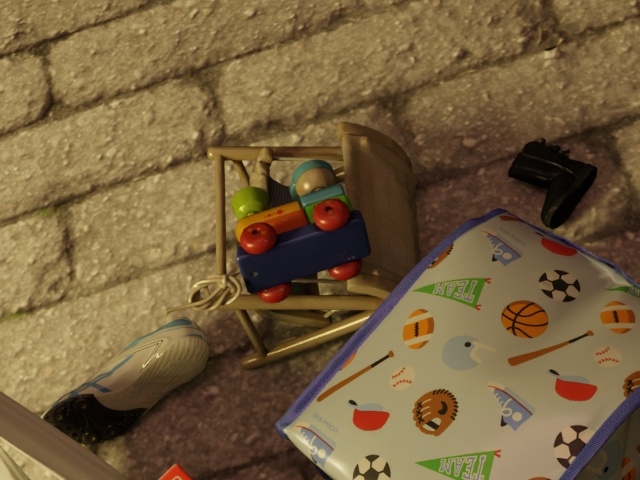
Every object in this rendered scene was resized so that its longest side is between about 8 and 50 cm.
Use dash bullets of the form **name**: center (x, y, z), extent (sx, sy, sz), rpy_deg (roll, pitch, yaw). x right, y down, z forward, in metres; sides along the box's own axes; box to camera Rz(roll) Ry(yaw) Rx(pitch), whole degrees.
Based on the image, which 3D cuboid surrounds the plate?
- **plate**: center (-0.306, 0.232, 1.615), extent (0.277, 0.278, 0.045), rpy_deg (35, 78, -2)

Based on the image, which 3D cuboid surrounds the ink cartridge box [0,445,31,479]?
- **ink cartridge box**: center (-0.430, 0.433, 1.574), extent (0.385, 0.279, 0.160), rpy_deg (-36, 52, -10)

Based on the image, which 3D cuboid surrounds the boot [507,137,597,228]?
- **boot**: center (0.288, -0.075, 1.854), extent (0.099, 0.045, 0.121), rpy_deg (26, 60, 28)

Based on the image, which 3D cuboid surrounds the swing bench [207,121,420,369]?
- **swing bench**: center (0.000, 0.000, 1.815), extent (0.255, 0.165, 0.253), rpy_deg (-11, 54, 9)

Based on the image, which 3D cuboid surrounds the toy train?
- **toy train**: center (-0.078, -0.006, 1.682), extent (0.248, 0.105, 0.143), rpy_deg (-18, 44, -2)

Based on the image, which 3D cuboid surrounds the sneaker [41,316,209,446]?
- **sneaker**: center (-0.247, 0.181, 1.825), extent (0.237, 0.085, 0.086), rpy_deg (-31, 27, -2)

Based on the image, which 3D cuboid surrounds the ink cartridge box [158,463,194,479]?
- **ink cartridge box**: center (-0.139, 0.403, 1.441), extent (0.239, 0.060, 0.275), rpy_deg (-44, 89, -9)

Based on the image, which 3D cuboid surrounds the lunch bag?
- **lunch bag**: center (0.211, 0.180, 1.586), extent (0.328, 0.239, 0.385), rpy_deg (32, 78, 34)
